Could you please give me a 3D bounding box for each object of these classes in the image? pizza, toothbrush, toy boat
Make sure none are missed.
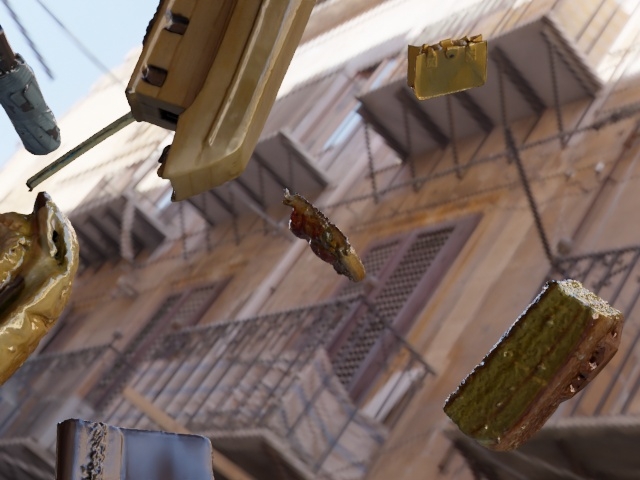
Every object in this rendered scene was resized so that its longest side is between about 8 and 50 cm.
[{"bbox_3d":[0.010,0.012,0.999,0.100,0.029,0.099,46,-6,42],"label":"pizza"},{"bbox_3d":[-0.185,-0.126,1.143,0.294,0.026,0.028,-35,-102,19],"label":"toothbrush"},{"bbox_3d":[-0.053,-0.118,0.643,0.077,0.200,0.057,19,-16,7],"label":"toy boat"}]

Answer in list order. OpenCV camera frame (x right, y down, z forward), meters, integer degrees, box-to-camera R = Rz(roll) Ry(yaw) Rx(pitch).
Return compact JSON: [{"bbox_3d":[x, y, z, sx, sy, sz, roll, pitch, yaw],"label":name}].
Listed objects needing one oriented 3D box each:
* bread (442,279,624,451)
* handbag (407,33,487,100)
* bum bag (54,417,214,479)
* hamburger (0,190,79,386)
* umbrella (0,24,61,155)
[{"bbox_3d":[0.286,0.166,1.512,0.110,0.234,0.184,43,12,20],"label":"bread"},{"bbox_3d":[0.134,-0.185,1.225,0.027,0.083,0.061,-113,-167,-46],"label":"handbag"},{"bbox_3d":[-0.169,0.224,1.070,0.159,0.109,0.026,10,-31,-28],"label":"bum bag"},{"bbox_3d":[-0.280,0.069,0.955,0.155,0.208,0.135,48,-17,47],"label":"hamburger"},{"bbox_3d":[-0.368,-0.181,1.417,0.053,0.052,0.250,17,-26,10],"label":"umbrella"}]
